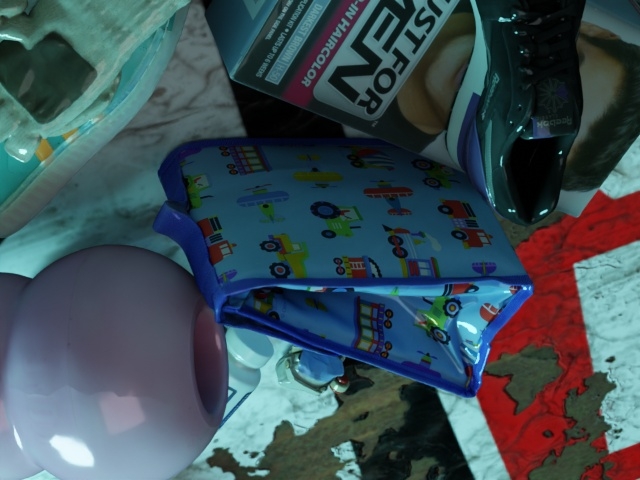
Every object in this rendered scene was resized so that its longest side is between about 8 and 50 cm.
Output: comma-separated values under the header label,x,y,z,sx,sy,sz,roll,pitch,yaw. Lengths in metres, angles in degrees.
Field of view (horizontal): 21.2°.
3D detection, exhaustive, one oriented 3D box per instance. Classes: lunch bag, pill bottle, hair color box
label,x,y,z,sx,sy,sz,roll,pitch,yaw
lunch bag,0.000,0.000,1.470,0.293,0.221,0.138,10,123,-24
pill bottle,-0.100,0.135,1.642,0.067,0.067,0.120,27,115,-33
hair color box,0.113,-0.173,1.444,0.374,0.114,0.185,19,118,-30

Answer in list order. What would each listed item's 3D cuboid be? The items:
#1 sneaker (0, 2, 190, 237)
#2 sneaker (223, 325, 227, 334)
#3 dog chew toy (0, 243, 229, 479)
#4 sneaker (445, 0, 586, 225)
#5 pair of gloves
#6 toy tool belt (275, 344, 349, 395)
label,x,y,z,sx,sy,sz,roll,pitch,yaw
sneaker,-0.225,-0.129,1.371,0.121,0.108,0.302,26,117,-37
sneaker,-0.184,0.084,1.571,0.208,0.094,0.082,0,89,4
dog chew toy,-0.250,0.113,1.436,0.331,0.207,0.207,-5,131,12
sneaker,0.175,-0.143,1.334,0.107,0.124,0.283,-8,127,-14
pair of gloves,-0.240,-0.195,1.292,0.240,0.042,0.204,41,104,-5
toy tool belt,0.000,0.124,1.678,0.083,0.052,0.051,13,130,-27
